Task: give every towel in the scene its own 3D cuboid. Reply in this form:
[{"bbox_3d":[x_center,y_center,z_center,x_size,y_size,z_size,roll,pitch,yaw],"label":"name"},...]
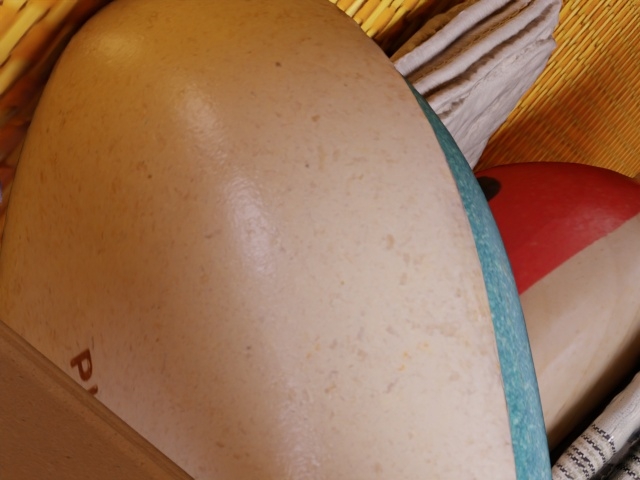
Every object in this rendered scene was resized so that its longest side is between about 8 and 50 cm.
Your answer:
[{"bbox_3d":[0.166,0.140,1.183,0.324,0.056,0.312,-48,171,-6],"label":"towel"},{"bbox_3d":[0.000,0.000,0.904,0.187,0.049,0.282,-36,165,-41],"label":"towel"}]

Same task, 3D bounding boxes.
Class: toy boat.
[{"bbox_3d":[-0.038,0.067,0.596,0.148,0.268,0.318,0,165,-35],"label":"toy boat"}]

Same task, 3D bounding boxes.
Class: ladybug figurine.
[{"bbox_3d":[0.058,0.112,1.202,0.449,0.162,0.305,-48,168,8],"label":"ladybug figurine"}]

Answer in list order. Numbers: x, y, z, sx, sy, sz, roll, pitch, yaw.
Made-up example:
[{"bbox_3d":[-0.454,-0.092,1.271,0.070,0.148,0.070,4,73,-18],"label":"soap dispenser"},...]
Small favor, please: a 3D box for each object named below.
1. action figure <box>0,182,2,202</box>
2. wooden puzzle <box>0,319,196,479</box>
[{"bbox_3d":[-0.049,-0.082,0.317,0.185,0.099,0.285,-51,167,32],"label":"action figure"},{"bbox_3d":[-0.072,0.059,0.347,0.044,0.238,0.221,-59,167,7],"label":"wooden puzzle"}]
